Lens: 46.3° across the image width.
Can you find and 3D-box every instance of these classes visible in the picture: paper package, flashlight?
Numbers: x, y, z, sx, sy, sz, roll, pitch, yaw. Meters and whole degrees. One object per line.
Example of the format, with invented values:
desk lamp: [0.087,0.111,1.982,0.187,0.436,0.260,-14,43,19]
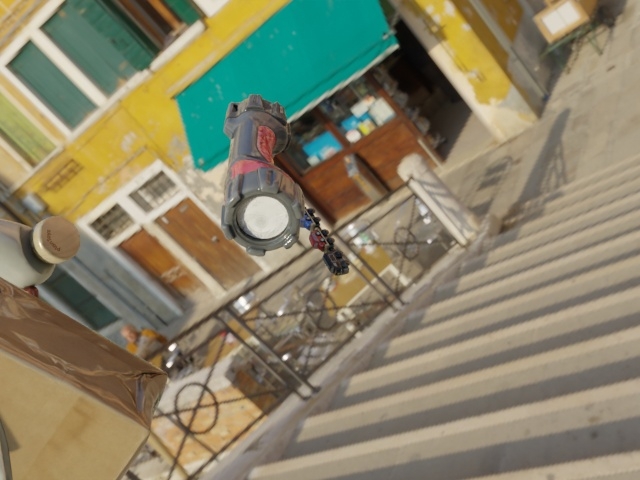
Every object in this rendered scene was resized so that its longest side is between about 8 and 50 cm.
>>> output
paper package: [-0.411,0.257,0.966,0.324,0.309,0.168,-55,13,10]
flashlight: [-0.074,-0.100,0.991,0.103,0.103,0.304,-19,30,10]

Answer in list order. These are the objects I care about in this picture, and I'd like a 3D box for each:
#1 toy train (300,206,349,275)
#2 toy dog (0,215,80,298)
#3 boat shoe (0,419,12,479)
toy train: [0.000,0.000,1.235,0.036,0.027,0.158,-16,50,-21]
toy dog: [-0.578,0.035,1.254,0.220,0.334,0.161,-39,53,53]
boat shoe: [-0.301,0.276,0.631,0.116,0.319,0.099,-6,-7,-21]
